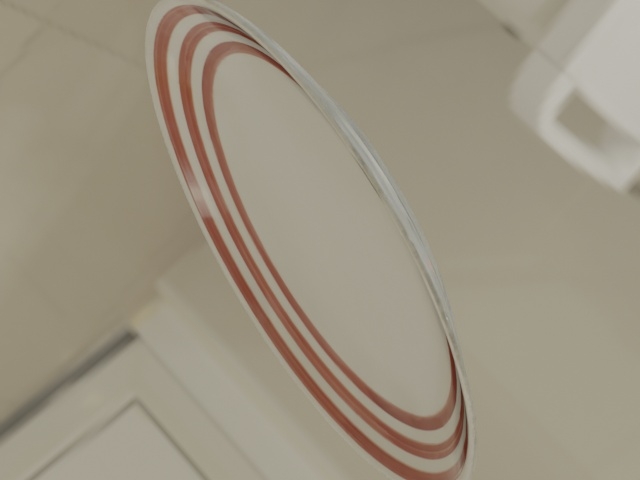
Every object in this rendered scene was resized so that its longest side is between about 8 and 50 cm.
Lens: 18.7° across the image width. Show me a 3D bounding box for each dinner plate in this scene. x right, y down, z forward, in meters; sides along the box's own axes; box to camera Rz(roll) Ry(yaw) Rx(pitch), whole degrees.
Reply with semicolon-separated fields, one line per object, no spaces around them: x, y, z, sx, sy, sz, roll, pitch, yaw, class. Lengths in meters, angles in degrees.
0.000;0.000;0.480;0.017;0.141;0.141;-29;150;-17;dinner plate
